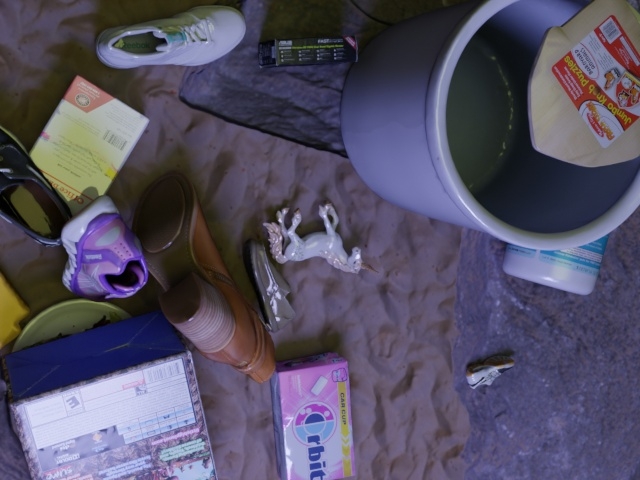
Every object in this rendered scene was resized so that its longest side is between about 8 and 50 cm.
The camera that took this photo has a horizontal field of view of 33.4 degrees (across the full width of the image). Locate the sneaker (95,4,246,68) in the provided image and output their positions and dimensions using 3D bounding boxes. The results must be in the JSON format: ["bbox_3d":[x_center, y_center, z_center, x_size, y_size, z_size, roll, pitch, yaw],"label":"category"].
[{"bbox_3d":[-0.197,-0.275,1.456,0.212,0.094,0.080,-16,99,-16],"label":"sneaker"}]

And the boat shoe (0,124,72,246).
[{"bbox_3d":[-0.404,-0.085,1.355,0.084,0.079,0.233,-43,103,-2],"label":"boat shoe"}]

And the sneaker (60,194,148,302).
[{"bbox_3d":[-0.274,0.039,1.397,0.104,0.236,0.095,42,67,10],"label":"sneaker"}]

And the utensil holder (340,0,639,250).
[{"bbox_3d":[0.229,-0.171,1.451,0.327,0.385,0.328,-2,97,-17],"label":"utensil holder"}]

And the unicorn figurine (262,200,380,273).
[{"bbox_3d":[0.000,0.000,1.576,0.161,0.060,0.111,-7,99,0],"label":"unicorn figurine"}]

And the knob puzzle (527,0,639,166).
[{"bbox_3d":[0.318,-0.173,1.261,0.213,0.030,0.213,-2,97,-18],"label":"knob puzzle"}]

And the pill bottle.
[{"bbox_3d":[0.381,-0.058,1.638,0.146,0.146,0.264,15,92,-19],"label":"pill bottle"}]

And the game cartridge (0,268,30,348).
[{"bbox_3d":[-0.586,0.065,1.400,0.285,0.052,0.324,-37,108,-10],"label":"game cartridge"}]

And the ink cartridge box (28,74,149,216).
[{"bbox_3d":[-0.333,-0.109,1.445,0.115,0.067,0.198,32,86,-14],"label":"ink cartridge box"}]

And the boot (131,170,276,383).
[{"bbox_3d":[-0.150,0.054,1.490,0.109,0.283,0.220,-33,141,9],"label":"boot"}]

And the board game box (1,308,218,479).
[{"bbox_3d":[-0.275,0.275,1.438,0.232,0.141,0.291,-15,115,-16],"label":"board game box"}]

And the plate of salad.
[{"bbox_3d":[-0.332,0.181,1.491,0.199,0.048,0.200,-2,96,-17],"label":"plate of salad"}]

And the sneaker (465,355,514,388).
[{"bbox_3d":[0.271,0.211,1.699,0.083,0.032,0.037,-16,115,-10],"label":"sneaker"}]

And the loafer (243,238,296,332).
[{"bbox_3d":[-0.074,0.061,1.559,0.050,0.056,0.148,-20,112,-15],"label":"loafer"}]

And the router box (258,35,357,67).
[{"bbox_3d":[-0.019,-0.268,1.515,0.122,0.092,0.038,-6,98,-18],"label":"router box"}]

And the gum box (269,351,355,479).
[{"bbox_3d":[-0.013,0.263,1.594,0.107,0.062,0.189,-7,99,-17],"label":"gum box"}]
